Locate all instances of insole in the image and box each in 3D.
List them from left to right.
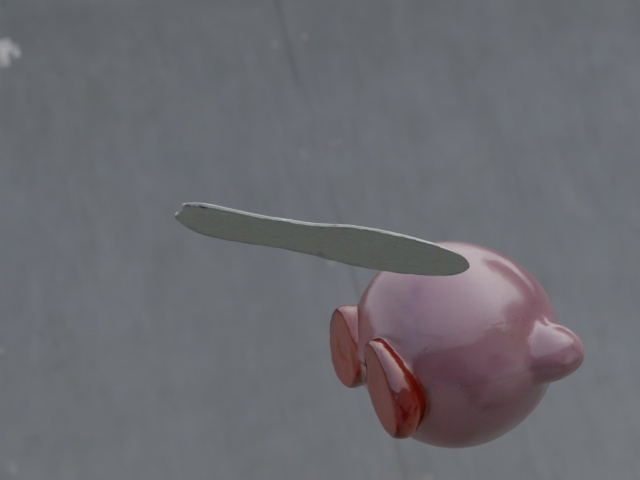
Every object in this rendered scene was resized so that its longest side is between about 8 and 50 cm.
[{"bbox_3d":[0.000,0.000,1.273,0.197,0.004,0.065,9,-22,14],"label":"insole"}]

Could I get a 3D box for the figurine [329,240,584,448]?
[{"bbox_3d":[0.108,0.082,1.579,0.173,0.173,0.173,-14,4,1],"label":"figurine"}]
